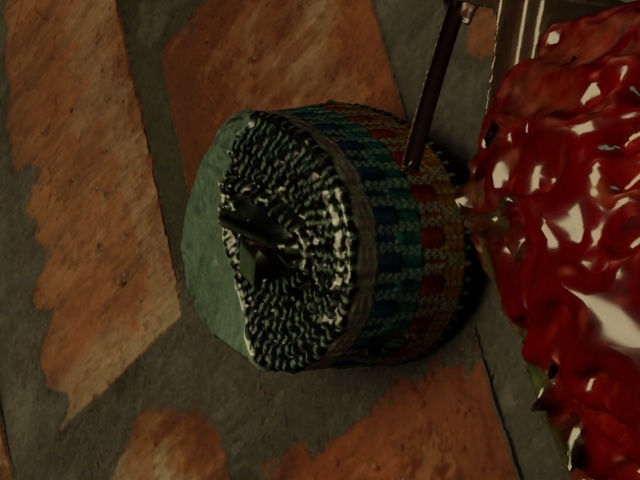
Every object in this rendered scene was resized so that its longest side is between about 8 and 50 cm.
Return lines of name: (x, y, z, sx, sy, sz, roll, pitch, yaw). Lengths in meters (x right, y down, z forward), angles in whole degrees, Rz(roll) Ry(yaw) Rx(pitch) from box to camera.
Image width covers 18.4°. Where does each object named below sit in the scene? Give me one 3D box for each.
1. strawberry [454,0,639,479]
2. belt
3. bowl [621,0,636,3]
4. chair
strawberry: (0.264, -0.010, 1.115, 0.345, 0.295, 0.317, -26, 25, 7)
belt: (0.000, 0.000, 1.549, 0.257, 0.150, 0.207, 24, 111, 54)
bowl: (0.247, -0.289, 1.185, 0.289, 0.146, 0.289, -11, 58, 18)
chair: (0.163, -0.185, 1.338, 0.183, 0.175, 0.326, -150, 63, -61)
